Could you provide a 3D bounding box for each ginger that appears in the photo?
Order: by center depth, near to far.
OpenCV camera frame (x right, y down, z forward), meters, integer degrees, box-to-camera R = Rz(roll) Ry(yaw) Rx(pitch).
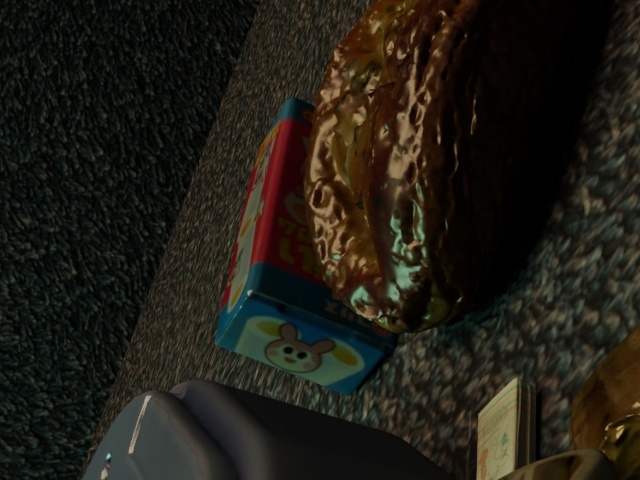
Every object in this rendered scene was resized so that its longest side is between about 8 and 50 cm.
[{"bbox_3d":[0.227,0.022,0.749,0.294,0.086,0.131,-59,2,-5],"label":"ginger"}]

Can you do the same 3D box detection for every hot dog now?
[{"bbox_3d":[0.101,-0.110,1.217,0.267,0.174,0.387,-22,45,68],"label":"hot dog"}]

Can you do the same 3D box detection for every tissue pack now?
[{"bbox_3d":[0.131,0.155,0.984,0.056,0.023,0.108,-53,19,43],"label":"tissue pack"}]

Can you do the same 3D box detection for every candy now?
[{"bbox_3d":[-0.001,0.001,1.451,0.100,0.157,0.306,-55,18,41],"label":"candy"}]

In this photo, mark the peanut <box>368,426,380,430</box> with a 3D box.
[{"bbox_3d":[-0.006,0.226,1.135,0.313,0.152,0.152,-32,36,61],"label":"peanut"}]

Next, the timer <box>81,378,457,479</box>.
[{"bbox_3d":[-0.053,0.257,0.696,0.395,0.173,0.395,-164,90,-74],"label":"timer"}]

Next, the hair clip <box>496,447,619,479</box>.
[{"bbox_3d":[0.120,0.190,0.679,0.172,0.113,0.282,69,159,0],"label":"hair clip"}]
